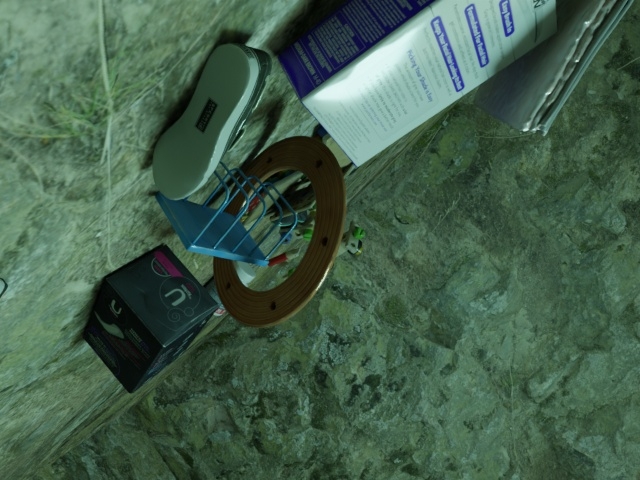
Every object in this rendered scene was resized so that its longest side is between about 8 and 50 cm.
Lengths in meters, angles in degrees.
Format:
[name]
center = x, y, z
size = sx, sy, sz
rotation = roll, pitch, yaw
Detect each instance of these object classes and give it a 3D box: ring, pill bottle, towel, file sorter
[ring]
center = -0.077, -0.018, 0.840
size = 0.032, 0.336, 0.336
rotation = 22, 123, -43
[pill bottle]
center = -0.301, 0.149, 1.590
size = 0.180, 0.108, 0.108
rotation = -44, 175, 12
[towel]
center = 0.366, -0.339, 0.758
size = 0.317, 0.054, 0.331
rotation = -83, -162, -66
[file sorter]
center = -0.135, -0.046, 0.751
size = 0.104, 0.118, 0.170
rotation = -48, 149, 15

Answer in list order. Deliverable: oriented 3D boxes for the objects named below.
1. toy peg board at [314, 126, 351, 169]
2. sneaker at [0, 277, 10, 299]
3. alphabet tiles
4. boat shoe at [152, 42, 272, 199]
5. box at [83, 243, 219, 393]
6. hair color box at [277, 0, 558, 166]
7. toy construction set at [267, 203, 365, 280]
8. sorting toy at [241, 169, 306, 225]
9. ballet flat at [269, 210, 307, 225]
[toy peg board]
center = 0.041, -0.248, 1.157
size = 0.161, 0.079, 0.160
rotation = -41, 160, -21
[sneaker]
center = -0.397, 0.084, 0.559
size = 0.109, 0.040, 0.044
rotation = -43, 178, 8
[alphabet tiles]
center = -0.030, -0.120, 1.210
size = 0.198, 0.009, 0.237
rotation = -16, -156, 30
[boat shoe]
center = -0.128, -0.136, 0.595
size = 0.219, 0.078, 0.070
rotation = -47, 173, 29
[box]
center = -0.342, 0.162, 0.972
size = 0.143, 0.165, 0.270
rotation = -38, 174, -45
[hair color box]
center = 0.135, -0.268, 0.664
size = 0.339, 0.110, 0.185
rotation = -31, 149, 14
[toy construction set]
center = 0.000, 0.000, 1.603
size = 0.237, 0.257, 0.309
rotation = -24, -173, 38
[sorting toy]
center = -0.125, -0.105, 1.108
size = 0.132, 0.046, 0.274
rotation = -46, 175, 40
[ballet flat]
center = -0.092, -0.088, 1.494
size = 0.074, 0.074, 0.203
rotation = -44, 169, 20
